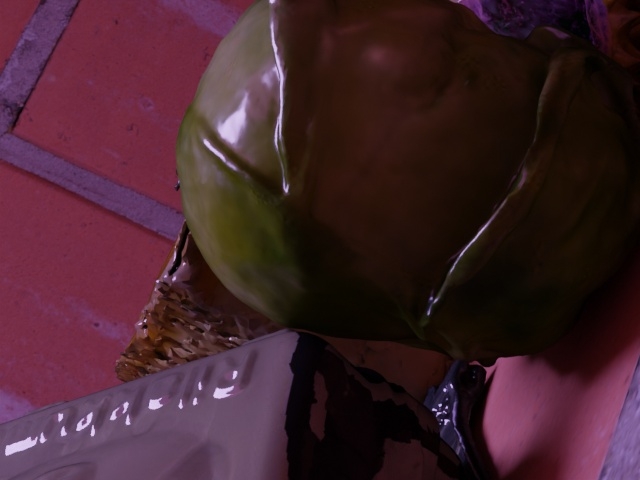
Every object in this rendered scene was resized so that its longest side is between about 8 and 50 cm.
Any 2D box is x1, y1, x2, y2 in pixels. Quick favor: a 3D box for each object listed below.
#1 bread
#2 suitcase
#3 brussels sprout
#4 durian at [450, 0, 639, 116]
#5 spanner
[{"bbox_3d":[0.000,0.000,1.460,0.315,0.248,0.279,-63,6,-33],"label":"bread"},{"bbox_3d":[-0.103,0.230,1.069,0.351,0.194,0.339,-20,41,35],"label":"suitcase"},{"bbox_3d":[0.052,-0.044,1.108,0.227,0.259,0.294,-65,6,-13],"label":"brussels sprout"},{"bbox_3d":[0.151,-0.117,1.237,0.260,0.154,0.186,151,122,-61],"label":"durian"},{"bbox_3d":[0.085,0.140,1.173,0.093,0.026,0.325,-63,7,9],"label":"spanner"}]
